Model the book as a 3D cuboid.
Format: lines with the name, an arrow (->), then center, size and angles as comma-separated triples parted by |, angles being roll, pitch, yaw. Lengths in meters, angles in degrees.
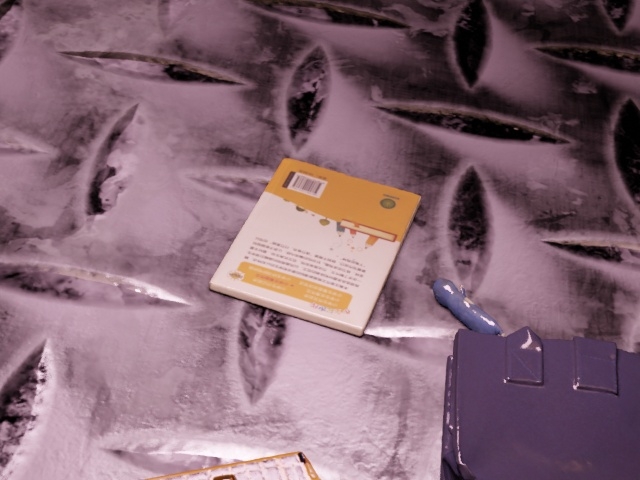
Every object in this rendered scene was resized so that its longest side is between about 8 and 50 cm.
book -> 0.000, 0.000, 1.870 | 0.208, 0.020, 0.295 | 17, 41, 9

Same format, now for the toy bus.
toy bus -> -0.091, 0.292, 1.451 | 0.201, 0.098, 0.114 | -8, 43, -18

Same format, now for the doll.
doll -> 0.190, 0.091, 1.787 | 0.027, 0.037, 0.125 | -25, 52, -34

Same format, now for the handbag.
handbag -> 0.303, 0.214, 1.605 | 0.326, 0.118, 0.269 | 10, 47, -1
